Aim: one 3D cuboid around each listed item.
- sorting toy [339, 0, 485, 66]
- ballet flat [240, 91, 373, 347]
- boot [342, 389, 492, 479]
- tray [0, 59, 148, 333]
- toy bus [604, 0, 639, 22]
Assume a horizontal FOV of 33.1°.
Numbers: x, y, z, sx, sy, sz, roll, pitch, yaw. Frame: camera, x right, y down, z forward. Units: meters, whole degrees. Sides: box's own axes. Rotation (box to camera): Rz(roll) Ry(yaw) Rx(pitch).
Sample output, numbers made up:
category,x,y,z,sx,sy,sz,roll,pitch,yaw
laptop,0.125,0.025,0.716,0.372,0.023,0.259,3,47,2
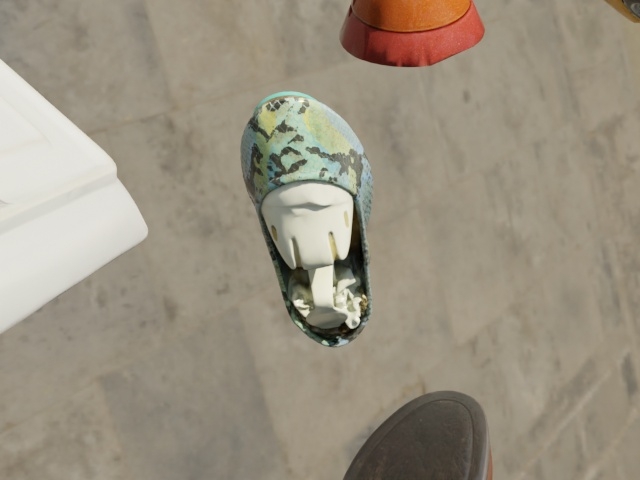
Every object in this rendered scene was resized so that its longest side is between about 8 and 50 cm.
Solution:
category,x,y,z,sx,sy,sz,roll,pitch,yaw
sorting toy,0.010,-0.285,0.944,0.127,0.365,0.126,-23,134,-20
ballet flat,0.000,0.000,0.582,0.188,0.070,0.070,71,27,-56
boot,0.090,0.276,0.766,0.280,0.096,0.264,60,35,-51
tray,-0.148,-0.028,0.364,0.145,0.030,0.270,42,17,-1
toy bus,0.291,-0.257,0.820,0.130,0.332,0.108,35,90,-7
